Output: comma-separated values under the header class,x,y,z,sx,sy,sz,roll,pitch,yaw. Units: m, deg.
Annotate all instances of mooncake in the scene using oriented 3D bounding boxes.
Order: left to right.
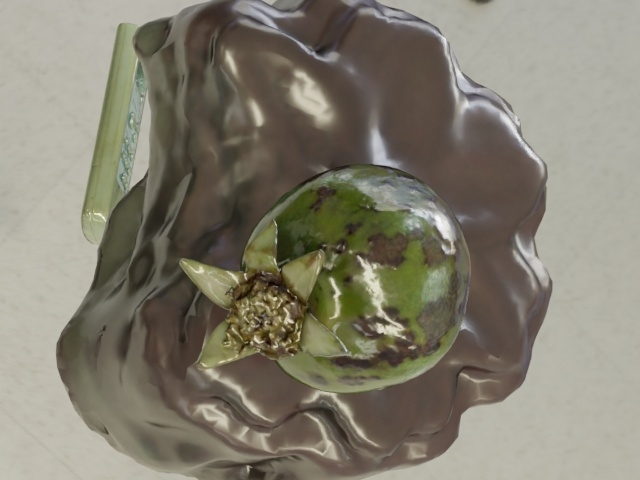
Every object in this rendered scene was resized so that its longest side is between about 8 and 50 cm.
class,x,y,z,sx,sy,sz,roll,pitch,yaw
mooncake,0.000,0.000,1.132,0.351,0.212,0.381,5,79,-31

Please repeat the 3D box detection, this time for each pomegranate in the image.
class,x,y,z,sx,sy,sz,roll,pitch,yaw
pomegranate,0.011,0.020,0.879,0.169,0.149,0.148,17,80,-61

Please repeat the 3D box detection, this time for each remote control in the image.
class,x,y,z,sx,sy,sz,roll,pitch,yaw
remote control,-0.216,-0.111,1.595,0.038,0.098,0.233,7,72,1
